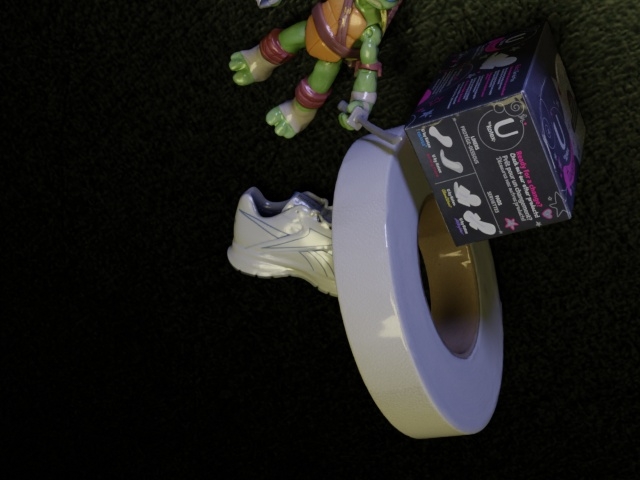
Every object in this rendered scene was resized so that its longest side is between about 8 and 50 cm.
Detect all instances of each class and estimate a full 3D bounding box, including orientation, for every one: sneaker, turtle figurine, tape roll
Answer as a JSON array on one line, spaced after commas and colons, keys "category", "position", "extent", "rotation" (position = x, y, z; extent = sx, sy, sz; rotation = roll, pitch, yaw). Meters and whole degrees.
[{"category": "sneaker", "position": [0.000, 0.000, 1.304], "extent": [0.297, 0.111, 0.129], "rotation": [9, 116, 15]}, {"category": "turtle figurine", "position": [-0.025, -0.222, 1.097], "extent": [0.198, 0.274, 0.266], "rotation": [24, 150, -22]}, {"category": "tape roll", "position": [0.133, 0.049, 1.111], "extent": [0.072, 0.392, 0.392], "rotation": [-12, 114, 26]}]

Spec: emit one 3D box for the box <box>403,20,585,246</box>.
[{"category": "box", "position": [0.218, -0.130, 1.054], "extent": [0.142, 0.247, 0.163], "rotation": [-15, 113, 29]}]
